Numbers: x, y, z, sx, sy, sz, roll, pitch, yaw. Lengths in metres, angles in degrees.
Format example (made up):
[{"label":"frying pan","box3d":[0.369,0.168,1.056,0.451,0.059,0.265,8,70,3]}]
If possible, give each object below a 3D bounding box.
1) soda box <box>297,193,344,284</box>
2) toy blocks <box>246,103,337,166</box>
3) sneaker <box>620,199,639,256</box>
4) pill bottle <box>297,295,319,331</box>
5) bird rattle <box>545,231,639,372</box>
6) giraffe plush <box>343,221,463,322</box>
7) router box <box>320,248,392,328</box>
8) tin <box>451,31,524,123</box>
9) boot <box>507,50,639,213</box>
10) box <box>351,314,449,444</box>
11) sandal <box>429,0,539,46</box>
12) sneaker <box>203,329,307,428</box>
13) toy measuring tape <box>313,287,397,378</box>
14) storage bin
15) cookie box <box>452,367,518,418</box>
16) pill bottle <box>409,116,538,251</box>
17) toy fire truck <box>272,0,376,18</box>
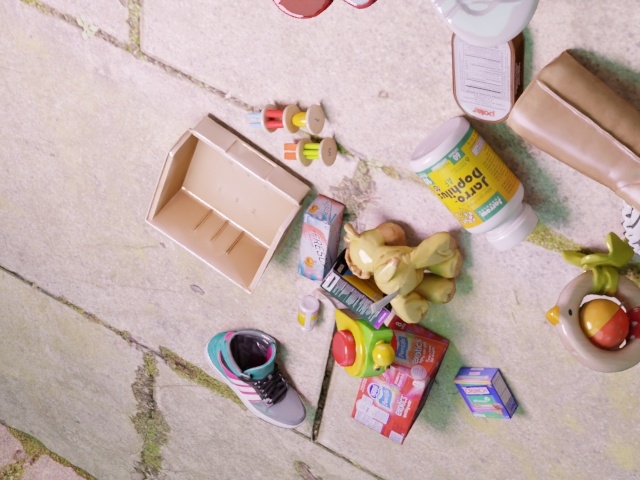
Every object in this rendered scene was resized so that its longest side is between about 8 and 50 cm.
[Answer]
[{"label":"soda box","box3d":[0.000,0.000,2.010,0.058,0.063,0.183,26,142,16]},{"label":"toy blocks","box3d":[-0.055,-0.186,1.861,0.148,0.054,0.123,6,133,35]},{"label":"sneaker","box3d":[0.495,-0.059,1.534,0.106,0.078,0.234,6,131,38]},{"label":"pill bottle","box3d":[-0.026,0.157,2.217,0.043,0.043,0.083,25,142,15]},{"label":"bird rattle","box3d":[0.467,0.120,1.664,0.253,0.207,0.143,51,160,-4]},{"label":"giraffe plush","box3d":[0.127,0.038,1.881,0.170,0.210,0.182,42,137,42]},{"label":"router box","box3d":[0.075,0.087,1.960,0.133,0.179,0.046,37,105,-1]},{"label":"tin","box3d":[0.246,-0.256,1.560,0.106,0.040,0.190,20,140,28]},{"label":"boot","box3d":[0.425,-0.176,1.439,0.269,0.089,0.236,43,105,22]},{"label":"box","box3d":[0.159,0.286,2.139,0.128,0.123,0.257,26,142,13]},{"label":"sandal","box3d":[0.182,-0.458,1.352,0.169,0.102,0.416,-15,108,30]},{"label":"sneaker","box3d":[-0.127,0.308,2.405,0.295,0.124,0.178,41,153,-4]},{"label":"toy measuring tape","box3d":[0.059,0.186,2.016,0.121,0.121,0.330,56,169,-24]},{"label":"storage bin","box3d":[-0.179,-0.069,2.031,0.262,0.123,0.260,35,144,3]},{"label":"cookie box","box3d":[0.329,0.304,2.090,0.091,0.040,0.107,-5,126,43]},{"label":"pill bottle","box3d":[0.249,-0.085,1.672,0.208,0.118,0.117,47,142,-13]},{"label":"toy fire truck","box3d":[-0.019,-0.472,1.456,0.302,0.169,0.254,33,125,4]}]
